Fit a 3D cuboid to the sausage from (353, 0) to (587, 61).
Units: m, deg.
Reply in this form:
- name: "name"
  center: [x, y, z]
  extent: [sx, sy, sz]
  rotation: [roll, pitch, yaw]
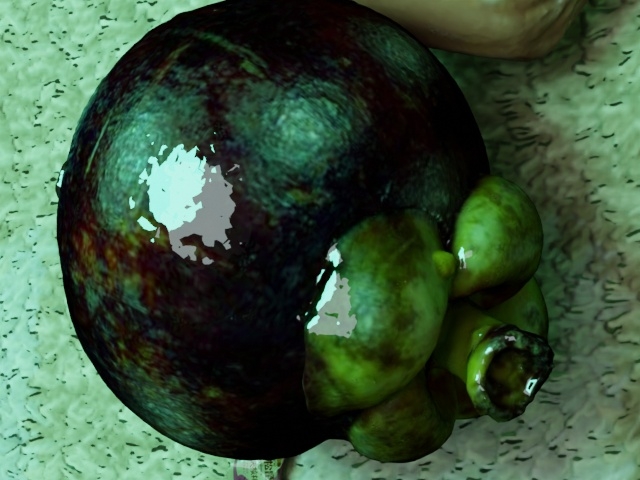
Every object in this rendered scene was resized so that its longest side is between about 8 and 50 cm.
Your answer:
- name: "sausage"
  center: [0.072, -0.195, 1.232]
  extent: [0.254, 0.148, 0.148]
  rotation: [19, 96, 34]

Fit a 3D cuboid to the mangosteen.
- name: "mangosteen"
  center: [-0.013, -0.004, 1.178]
  extent: [0.330, 0.330, 0.330]
  rotation: [-4, 83, 33]

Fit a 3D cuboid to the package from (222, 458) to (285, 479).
- name: "package"
  center: [-0.050, 0.170, 1.342]
  extent: [0.059, 0.029, 0.083]
  rotation: [11, 102, 26]
